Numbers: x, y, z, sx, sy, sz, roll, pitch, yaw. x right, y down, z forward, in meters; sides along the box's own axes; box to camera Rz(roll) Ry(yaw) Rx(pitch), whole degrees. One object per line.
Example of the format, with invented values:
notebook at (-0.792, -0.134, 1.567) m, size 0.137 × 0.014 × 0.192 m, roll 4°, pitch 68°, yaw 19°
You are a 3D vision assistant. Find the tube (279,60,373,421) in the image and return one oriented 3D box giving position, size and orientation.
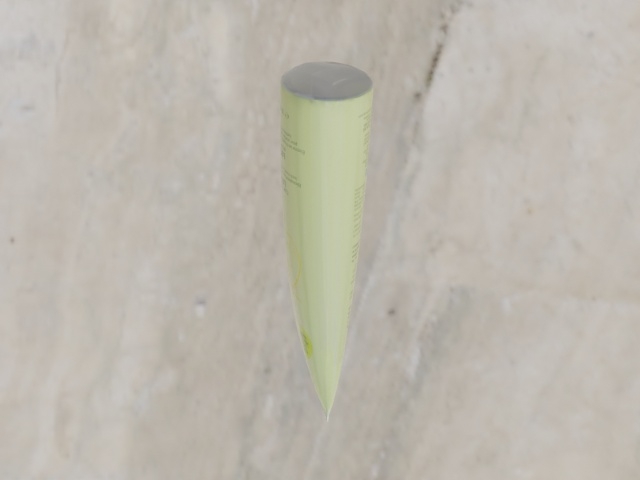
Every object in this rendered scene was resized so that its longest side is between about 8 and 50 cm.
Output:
tube at (0.000, 0.000, 1.197) m, size 0.062 × 0.070 × 0.240 m, roll 19°, pitch 125°, yaw 27°
